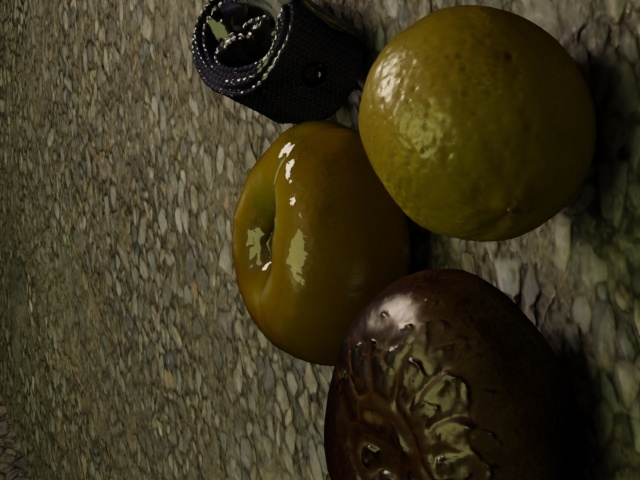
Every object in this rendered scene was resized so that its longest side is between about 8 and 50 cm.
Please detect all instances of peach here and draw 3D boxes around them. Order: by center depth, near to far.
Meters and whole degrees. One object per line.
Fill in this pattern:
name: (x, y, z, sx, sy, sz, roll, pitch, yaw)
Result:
peach: (0.000, 0.000, 1.482, 0.251, 0.153, 0.251, -13, 76, 61)

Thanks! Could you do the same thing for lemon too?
lemon: (0.119, -0.094, 1.137, 0.178, 0.178, 0.203, 107, 150, -42)

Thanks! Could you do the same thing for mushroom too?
mushroom: (0.102, 0.165, 1.253, 0.278, 0.163, 0.297, -134, 42, -55)

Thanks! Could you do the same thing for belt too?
belt: (-0.041, -0.199, 1.555, 0.139, 0.126, 0.230, -63, 30, 5)
